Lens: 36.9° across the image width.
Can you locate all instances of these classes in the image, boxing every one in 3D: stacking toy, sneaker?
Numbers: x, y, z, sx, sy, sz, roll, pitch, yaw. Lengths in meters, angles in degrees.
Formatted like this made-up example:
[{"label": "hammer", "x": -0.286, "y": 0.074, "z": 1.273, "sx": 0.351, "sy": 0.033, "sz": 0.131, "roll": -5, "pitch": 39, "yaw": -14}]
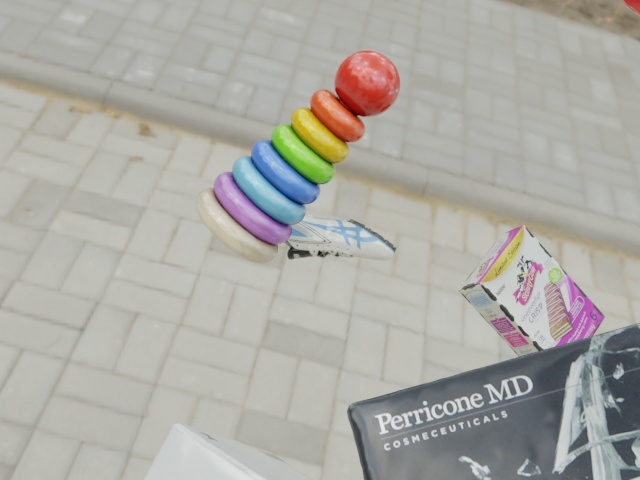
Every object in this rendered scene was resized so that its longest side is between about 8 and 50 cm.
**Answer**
[{"label": "stacking toy", "x": -0.021, "y": -0.128, "z": 1.320, "sx": 0.141, "sy": 0.330, "sz": 0.141, "roll": 40, "pitch": 12, "yaw": -10}, {"label": "sneaker", "x": 0.000, "y": 0.000, "z": 1.502, "sx": 0.237, "sy": 0.085, "sz": 0.086, "roll": 15, "pitch": 80, "yaw": 8}]

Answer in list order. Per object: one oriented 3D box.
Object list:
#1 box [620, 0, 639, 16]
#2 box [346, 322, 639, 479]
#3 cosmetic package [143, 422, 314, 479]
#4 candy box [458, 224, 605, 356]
[{"label": "box", "x": 0.197, "y": -0.266, "z": 0.537, "sx": 0.154, "sy": 0.142, "sz": 0.300, "roll": 15, "pitch": 52, "yaw": -45}, {"label": "box", "x": 0.324, "y": 0.356, "z": 0.936, "sx": 0.480, "sy": 0.297, "sz": 0.471, "roll": -17, "pitch": 57, "yaw": 4}, {"label": "cosmetic package", "x": -0.076, "y": 0.280, "z": 0.824, "sx": 0.151, "sy": 0.183, "sz": 0.151, "roll": 24, "pitch": -7, "yaw": 36}, {"label": "candy box", "x": 0.377, "y": 0.112, "z": 1.699, "sx": 0.233, "sy": 0.071, "sz": 0.159, "roll": 46, "pitch": 61, "yaw": -8}]
